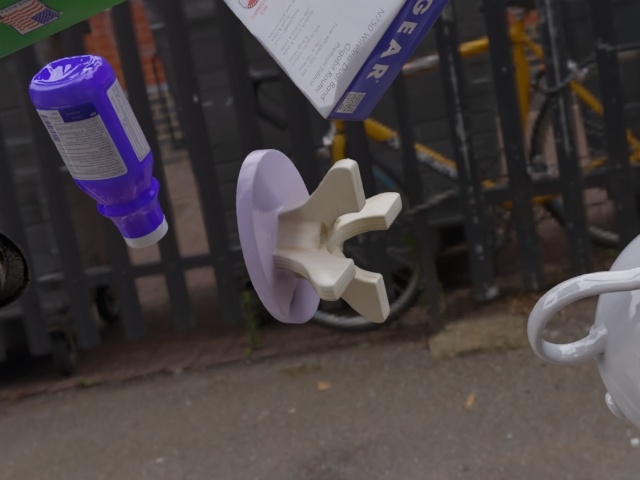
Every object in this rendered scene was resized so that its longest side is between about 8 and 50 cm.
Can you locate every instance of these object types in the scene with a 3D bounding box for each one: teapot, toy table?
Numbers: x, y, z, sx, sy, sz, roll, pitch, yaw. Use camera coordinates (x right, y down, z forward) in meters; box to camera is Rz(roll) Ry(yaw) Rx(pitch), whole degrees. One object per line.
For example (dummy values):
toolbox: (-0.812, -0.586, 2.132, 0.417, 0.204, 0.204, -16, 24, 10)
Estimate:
teapot: (0.351, 0.110, 1.050, 0.187, 0.256, 0.252, -43, -9, 28)
toy table: (0.000, 0.000, 1.543, 0.160, 0.274, 0.252, 1, 43, 28)

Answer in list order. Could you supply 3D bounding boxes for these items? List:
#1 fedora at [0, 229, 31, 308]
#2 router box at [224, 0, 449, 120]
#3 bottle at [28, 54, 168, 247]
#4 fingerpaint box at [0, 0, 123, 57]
fedora: (-0.623, 0.086, 1.720, 0.334, 0.334, 0.153, -9, 57, 10)
router box: (0.034, -0.370, 1.324, 0.082, 0.335, 0.301, -4, 47, -49)
bottle: (-0.293, -0.117, 1.490, 0.118, 0.283, 0.092, -1, 40, 28)
fingerpaint box: (-0.158, -0.376, 0.794, 0.444, 0.371, 0.163, -22, -27, 12)
